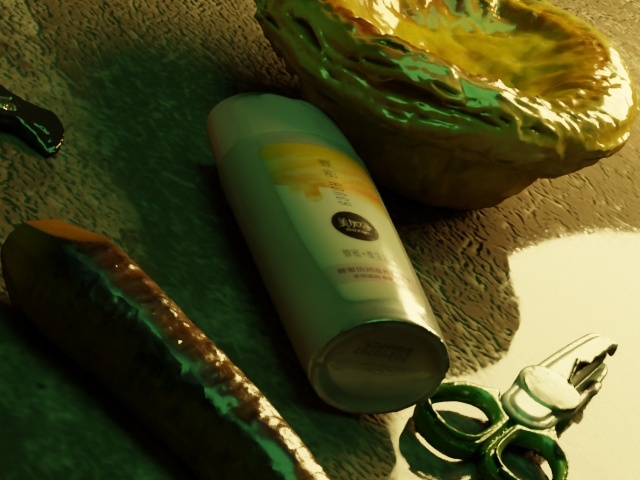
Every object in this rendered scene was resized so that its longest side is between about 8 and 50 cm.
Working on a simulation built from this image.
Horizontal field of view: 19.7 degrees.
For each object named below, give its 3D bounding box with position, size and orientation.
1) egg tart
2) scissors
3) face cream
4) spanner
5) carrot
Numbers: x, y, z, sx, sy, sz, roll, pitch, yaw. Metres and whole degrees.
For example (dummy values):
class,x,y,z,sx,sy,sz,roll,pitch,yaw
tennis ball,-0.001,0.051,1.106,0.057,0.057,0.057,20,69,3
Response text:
class,x,y,z,sx,sy,sz,roll,pitch,yaw
egg tart,0.084,-0.118,1.387,0.319,0.128,0.319,18,27,-10
scissors,0.138,0.100,1.162,0.101,0.027,0.204,38,32,15
face cream,0.000,0.000,1.173,0.107,0.073,0.269,15,28,-26
spanner,-0.241,-0.127,1.226,0.208,0.012,0.046,45,35,17
carrot,-0.058,0.095,0.974,0.314,0.066,0.066,42,32,26
